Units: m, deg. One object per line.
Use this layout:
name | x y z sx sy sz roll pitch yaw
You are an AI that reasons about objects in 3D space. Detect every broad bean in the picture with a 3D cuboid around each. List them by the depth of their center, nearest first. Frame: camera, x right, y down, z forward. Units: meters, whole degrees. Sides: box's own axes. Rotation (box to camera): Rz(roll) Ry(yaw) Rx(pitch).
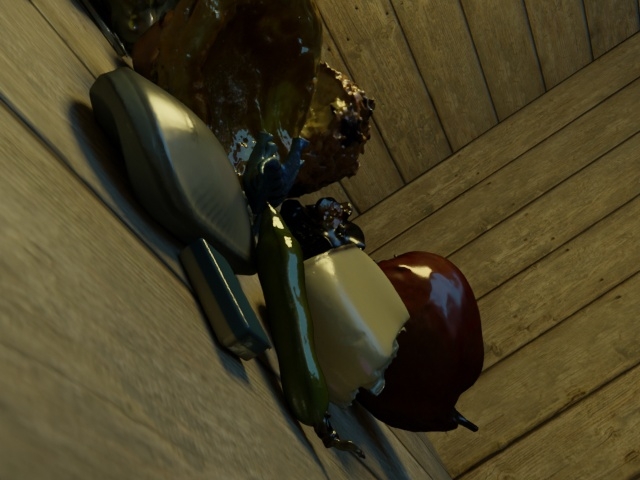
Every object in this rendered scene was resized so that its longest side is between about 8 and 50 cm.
broad bean | -0.033 0.087 0.680 0.075 0.067 0.325 35 35 -52

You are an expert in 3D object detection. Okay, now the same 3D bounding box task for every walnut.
walnut | -0.222 -0.297 1.075 0.203 0.203 0.298 56 18 -6

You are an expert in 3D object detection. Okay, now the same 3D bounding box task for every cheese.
cheese | 0.039 0.120 0.874 0.233 0.127 0.266 56 21 7

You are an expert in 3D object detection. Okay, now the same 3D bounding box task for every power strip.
power strip | -0.094 0.055 0.583 0.123 0.032 0.056 57 1 33

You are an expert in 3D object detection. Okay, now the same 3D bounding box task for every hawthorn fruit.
hawthorn fruit | 0.149 0.181 1.127 0.308 0.308 0.324 30 61 -87

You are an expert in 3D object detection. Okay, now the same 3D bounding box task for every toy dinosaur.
toy dinosaur | -0.072 -0.089 0.850 0.076 0.144 0.329 23 -19 -4

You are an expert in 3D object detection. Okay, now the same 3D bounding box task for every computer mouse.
computer mouse | -0.141 -0.069 0.695 0.197 0.095 0.331 62 3 23

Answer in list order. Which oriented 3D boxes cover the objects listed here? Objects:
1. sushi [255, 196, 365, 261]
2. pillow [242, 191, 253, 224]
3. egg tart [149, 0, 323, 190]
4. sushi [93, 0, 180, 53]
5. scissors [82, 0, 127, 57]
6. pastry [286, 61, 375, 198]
sushi | 0.000 0.000 1.455 0.215 0.212 0.227 56 0 17
pillow | -0.160 -0.089 1.087 0.091 0.055 0.135 22 -19 26
egg tart | -0.132 -0.241 0.903 0.150 0.352 0.352 23 -17 30
sushi | -0.292 -0.544 1.145 0.240 0.351 0.396 49 -12 2
scissors | -0.428 -0.464 1.000 0.360 0.029 0.191 56 0 -16
pastry | -0.083 -0.246 1.424 0.337 0.405 0.292 95 -1 -66
